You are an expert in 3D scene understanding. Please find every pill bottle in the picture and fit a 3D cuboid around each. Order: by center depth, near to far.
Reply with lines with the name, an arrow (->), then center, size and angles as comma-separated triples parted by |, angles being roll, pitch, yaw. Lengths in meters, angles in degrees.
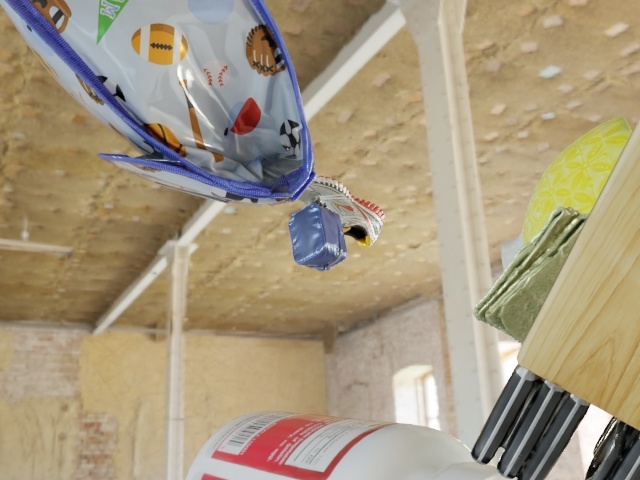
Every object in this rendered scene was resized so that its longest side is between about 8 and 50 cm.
pill bottle -> 0.036, 0.302, 0.748 | 0.229, 0.229, 0.407 | 11, -14, -34

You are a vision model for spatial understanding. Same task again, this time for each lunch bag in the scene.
lunch bag -> -0.170, -0.188, 0.820 | 0.239, 0.385, 0.328 | -42, 8, -6
lunch bag -> 0.000, 0.000, 1.093 | 0.067, 0.098, 0.065 | -27, -30, 34

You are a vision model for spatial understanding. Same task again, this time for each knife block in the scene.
knife block -> 0.167, 0.034, 0.421 | 0.242, 0.276, 0.088 | -19, 15, 37

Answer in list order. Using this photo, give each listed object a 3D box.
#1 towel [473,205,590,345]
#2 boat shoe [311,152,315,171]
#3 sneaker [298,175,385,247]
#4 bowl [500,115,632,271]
towel -> 0.191, 0.044, 0.538 | 0.148, 0.027, 0.110 | 31, -72, -30
boat shoe -> -0.093, -0.174, 1.365 | 0.206, 0.075, 0.065 | 26, -16, 33
sneaker -> 0.035, -0.062, 1.523 | 0.225, 0.093, 0.088 | 27, -29, -17
bowl -> 0.280, 0.033, 0.748 | 0.156, 0.290, 0.289 | -19, -24, 22
